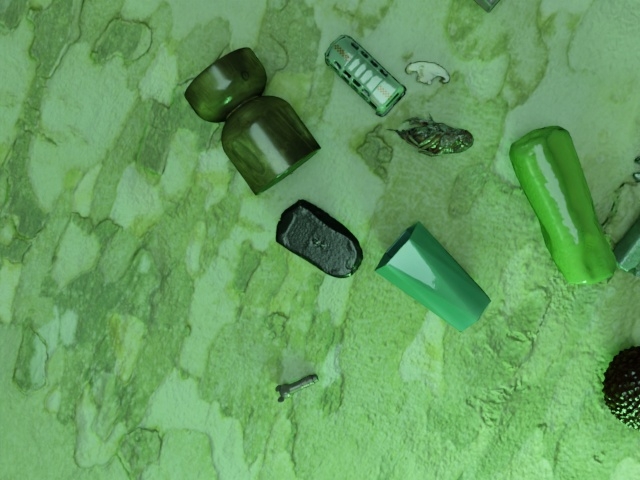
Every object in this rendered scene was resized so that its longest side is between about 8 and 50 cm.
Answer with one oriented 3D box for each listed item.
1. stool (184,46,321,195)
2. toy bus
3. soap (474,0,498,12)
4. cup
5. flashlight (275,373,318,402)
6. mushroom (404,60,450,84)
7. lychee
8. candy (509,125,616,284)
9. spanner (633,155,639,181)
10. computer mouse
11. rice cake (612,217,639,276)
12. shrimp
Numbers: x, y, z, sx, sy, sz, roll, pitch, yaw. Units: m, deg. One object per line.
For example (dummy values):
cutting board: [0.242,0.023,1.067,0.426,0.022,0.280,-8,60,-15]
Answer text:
stool: [-0.144,-0.251,1.329,0.179,0.179,0.264,-34,93,10]
toy bus: [0.092,-0.361,1.330,0.194,0.089,0.087,44,101,0]
soap: [0.370,-0.625,1.260,0.181,0.081,0.259,41,102,0]
cup: [0.251,0.090,1.359,0.236,0.134,0.148,43,104,-2]
flashlight: [-0.055,0.352,1.486,0.110,0.052,0.031,-25,131,4]
mushroom: [0.234,-0.365,1.347,0.101,0.019,0.049,19,100,6]
lychee: [0.702,0.324,1.323,0.188,0.188,0.188,1,99,7]
candy: [0.513,-0.074,1.299,0.132,0.142,0.343,-25,96,-3]
spanner: [0.815,-0.115,1.318,0.302,0.017,0.071,17,104,3]
computer mouse: [0.000,0.000,1.403,0.217,0.073,0.122,34,99,7]
rice cake: [0.735,-0.076,1.296,0.063,0.066,0.336,27,107,-9]
shrimp: [0.236,-0.227,1.345,0.190,0.075,0.073,15,132,14]
